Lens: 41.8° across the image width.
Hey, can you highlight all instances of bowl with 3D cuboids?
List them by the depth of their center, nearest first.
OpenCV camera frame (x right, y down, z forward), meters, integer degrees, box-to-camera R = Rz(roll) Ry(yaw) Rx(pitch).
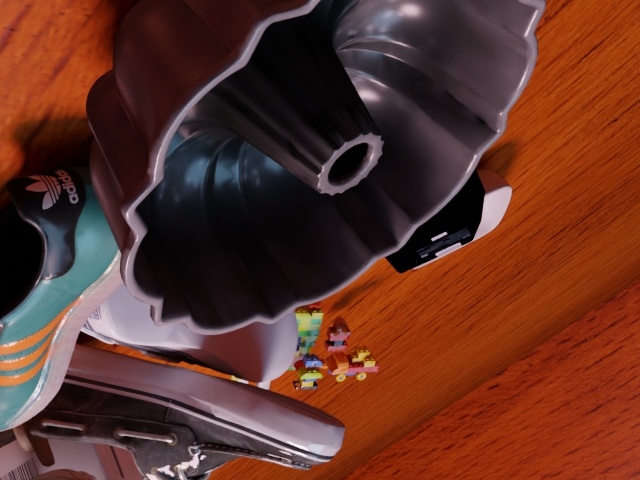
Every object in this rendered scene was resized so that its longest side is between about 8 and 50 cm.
[{"bbox_3d":[0.162,-0.032,1.050,0.142,0.053,0.142,-26,157,-8],"label":"bowl"}]

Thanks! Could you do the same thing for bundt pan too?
[{"bbox_3d":[-0.014,-0.089,0.573,0.331,0.124,0.330,-31,152,-19],"label":"bundt pan"}]

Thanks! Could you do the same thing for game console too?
[{"bbox_3d":[0.000,0.000,0.903,0.361,0.044,0.213,-26,145,12],"label":"game console"}]

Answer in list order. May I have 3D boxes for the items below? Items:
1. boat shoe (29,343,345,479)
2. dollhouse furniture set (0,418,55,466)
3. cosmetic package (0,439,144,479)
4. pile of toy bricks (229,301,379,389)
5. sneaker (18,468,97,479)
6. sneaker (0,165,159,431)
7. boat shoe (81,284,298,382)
[{"bbox_3d":[-0.138,0.187,0.830,0.335,0.119,0.121,8,168,25],"label":"boat shoe"},{"bbox_3d":[-0.390,0.243,0.826,0.212,0.161,0.242,-24,158,-13],"label":"dollhouse furniture set"},{"bbox_3d":[-0.327,0.319,1.100,0.224,0.138,0.225,-32,157,7],"label":"cosmetic package"},{"bbox_3d":[-0.026,0.129,1.138,0.212,0.118,0.105,0,119,-23],"label":"pile of toy bricks"},{"bbox_3d":[-0.258,0.284,0.875,0.292,0.110,0.118,-12,-165,28],"label":"sneaker"},{"bbox_3d":[-0.254,0.052,0.666,0.121,0.108,0.302,1,135,-51],"label":"sneaker"},{"bbox_3d":[-0.137,0.077,0.838,0.102,0.108,0.301,3,170,35],"label":"boat shoe"}]
